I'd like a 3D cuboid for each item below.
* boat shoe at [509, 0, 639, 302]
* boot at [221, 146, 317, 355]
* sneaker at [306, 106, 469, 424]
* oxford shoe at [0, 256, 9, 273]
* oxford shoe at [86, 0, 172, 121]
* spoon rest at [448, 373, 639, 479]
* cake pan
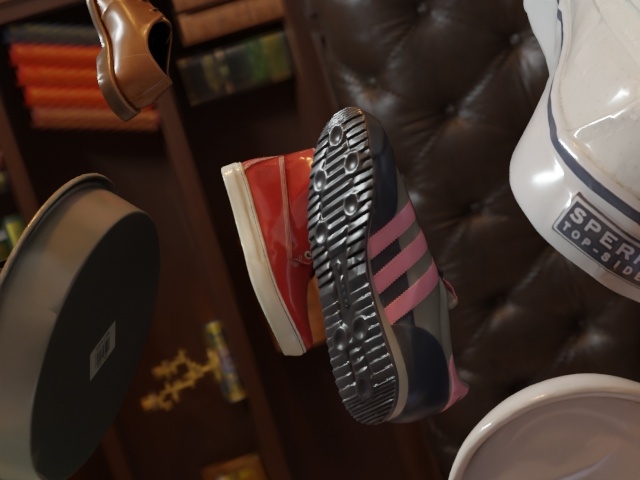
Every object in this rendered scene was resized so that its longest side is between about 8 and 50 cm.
[{"bbox_3d":[0.176,-0.123,0.582,0.156,0.135,0.367,-58,1,31],"label":"boat shoe"},{"bbox_3d":[0.000,0.000,1.400,0.088,0.176,0.244,81,174,-64],"label":"boot"},{"bbox_3d":[0.071,0.025,1.258,0.112,0.131,0.319,-20,71,50],"label":"sneaker"},{"bbox_3d":[-0.302,0.019,1.495,0.082,0.227,0.096,7,116,38],"label":"oxford shoe"},{"bbox_3d":[-0.185,-0.216,1.259,0.076,0.076,0.212,42,-154,-53],"label":"oxford shoe"},{"bbox_3d":[0.204,0.121,0.672,0.084,0.276,0.137,-107,13,-54],"label":"spoon rest"},{"bbox_3d":[-0.218,0.088,1.112,0.293,0.054,0.293,17,-90,-80],"label":"cake pan"}]
